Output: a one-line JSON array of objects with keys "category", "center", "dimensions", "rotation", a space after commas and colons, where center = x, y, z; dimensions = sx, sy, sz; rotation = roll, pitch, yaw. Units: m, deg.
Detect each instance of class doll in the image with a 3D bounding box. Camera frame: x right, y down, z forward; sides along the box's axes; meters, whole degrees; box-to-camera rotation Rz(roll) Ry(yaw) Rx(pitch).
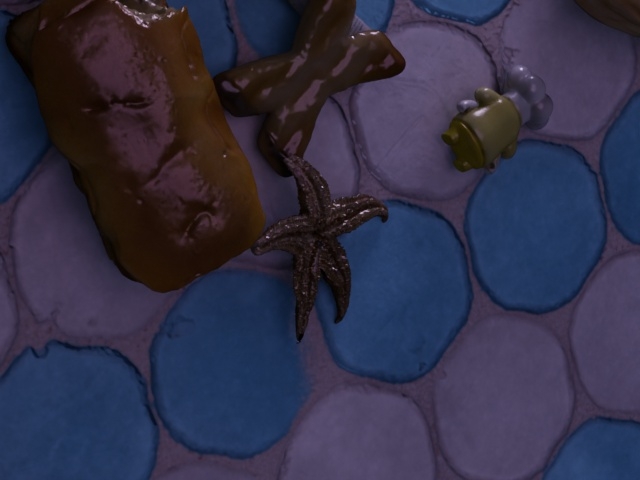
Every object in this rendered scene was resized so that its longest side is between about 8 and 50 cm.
[{"category": "doll", "center": [0.224, -0.151, 2.011], "dimensions": [0.162, 0.062, 0.106], "rotation": [-36, 118, -21]}]

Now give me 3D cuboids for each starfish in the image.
[{"category": "starfish", "center": [-0.001, 0.000, 1.885], "dimensions": [0.240, 0.043, 0.227], "rotation": [-20, 119, -43]}]

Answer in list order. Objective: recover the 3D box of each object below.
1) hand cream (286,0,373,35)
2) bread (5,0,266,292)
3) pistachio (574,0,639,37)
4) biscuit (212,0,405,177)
[{"category": "hand cream", "center": [-0.003, -0.275, 1.893], "dimensions": [0.194, 0.042, 0.067], "rotation": [44, 67, -29]}, {"category": "bread", "center": [-0.194, -0.122, 1.727], "dimensions": [0.195, 0.149, 0.344], "rotation": [-31, 107, -24]}, {"category": "pistachio", "center": [0.447, -0.359, 2.041], "dimensions": [0.321, 0.229, 0.238], "rotation": [3, 65, -40]}, {"category": "biscuit", "center": [-0.015, -0.194, 1.860], "dimensions": [0.208, 0.047, 0.164], "rotation": [-45, 124, -9]}]
